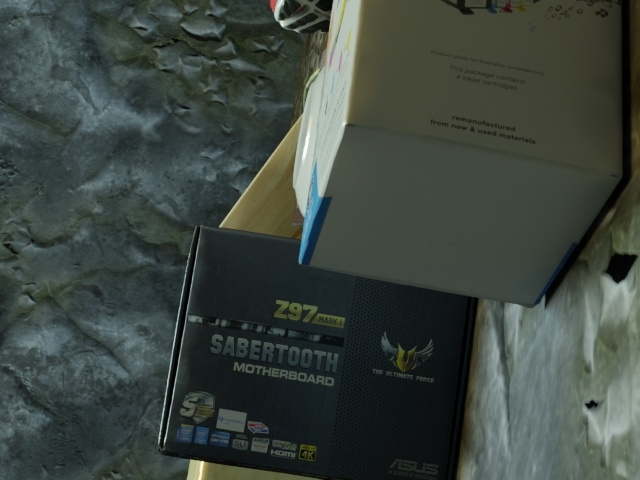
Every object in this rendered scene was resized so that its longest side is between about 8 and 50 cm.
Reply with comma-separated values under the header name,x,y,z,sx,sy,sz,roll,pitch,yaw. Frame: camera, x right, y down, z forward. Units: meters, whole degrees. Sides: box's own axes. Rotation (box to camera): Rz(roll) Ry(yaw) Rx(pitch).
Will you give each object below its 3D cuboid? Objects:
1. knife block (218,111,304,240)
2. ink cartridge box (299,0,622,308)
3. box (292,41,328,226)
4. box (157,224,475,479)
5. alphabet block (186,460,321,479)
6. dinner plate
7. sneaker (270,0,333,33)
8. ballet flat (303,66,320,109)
name,x,y,z,sx,sy,sz,roll,pitch,yaw
knife block,-0.019,-0.076,1.572,0.088,0.276,0.242,115,144,-70
ink cartridge box,0.090,-0.108,0.975,0.171,0.168,0.232,108,170,-58
box,0.071,-0.093,1.295,0.381,0.143,0.191,-172,92,-86
box,-0.002,0.097,1.198,0.059,0.233,0.183,115,165,-76
alphabet block,-0.029,0.174,1.545,0.193,0.192,0.197,138,140,-77
dinner plate,-0.008,-0.091,1.309,0.141,0.017,0.141,-170,90,-85
sneaker,0.044,-0.313,1.374,0.279,0.107,0.118,-52,50,11
ballet flat,0.039,-0.164,1.840,0.348,0.123,0.123,109,169,-63
